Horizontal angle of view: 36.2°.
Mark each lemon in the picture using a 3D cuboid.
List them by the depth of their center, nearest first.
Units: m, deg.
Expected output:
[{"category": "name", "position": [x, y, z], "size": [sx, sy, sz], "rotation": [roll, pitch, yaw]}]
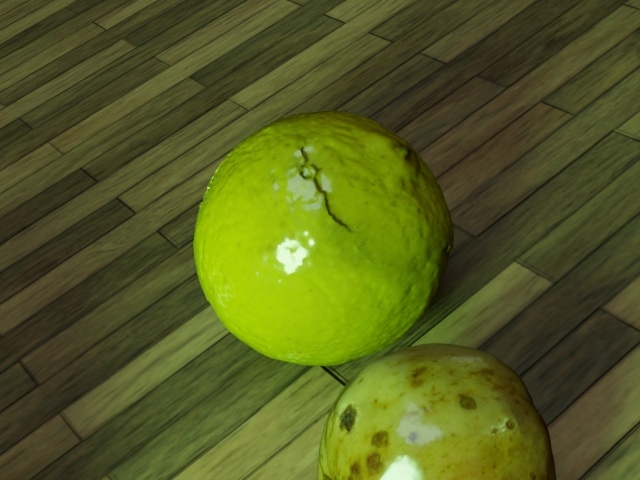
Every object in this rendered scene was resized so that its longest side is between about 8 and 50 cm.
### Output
[{"category": "lemon", "position": [0.001, -0.001, 1.039], "size": [0.293, 0.293, 0.293], "rotation": [-11, 40, 10]}]

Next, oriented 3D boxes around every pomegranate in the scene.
[{"category": "pomegranate", "position": [0.106, 0.194, 0.833], "size": [0.215, 0.215, 0.215], "rotation": [-11, 40, 10]}]
